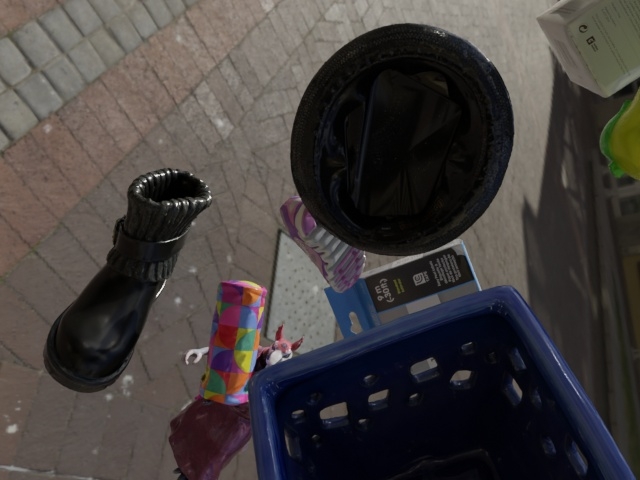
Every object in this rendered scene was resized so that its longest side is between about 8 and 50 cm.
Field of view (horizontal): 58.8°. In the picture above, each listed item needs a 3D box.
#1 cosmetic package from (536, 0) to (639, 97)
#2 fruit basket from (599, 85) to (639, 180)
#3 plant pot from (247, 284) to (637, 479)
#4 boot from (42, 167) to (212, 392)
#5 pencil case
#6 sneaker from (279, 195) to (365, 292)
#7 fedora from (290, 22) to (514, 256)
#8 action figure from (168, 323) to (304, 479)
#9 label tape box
[{"bbox_3d":[0.577,-0.421,0.941,0.155,0.365,0.197,52,20,-16],"label":"cosmetic package"},{"bbox_3d":[0.545,-0.196,0.677,0.283,0.392,0.392,-28,104,-33],"label":"fruit basket"},{"bbox_3d":[0.095,0.211,0.448,0.212,0.236,0.236,69,2,-48],"label":"plant pot"},{"bbox_3d":[-0.304,0.045,0.916,0.131,0.260,0.348,28,30,-14],"label":"boot"},{"bbox_3d":[-0.167,0.191,1.063,0.104,0.104,0.236,17,82,-55],"label":"pencil case"},{"bbox_3d":[0.000,0.000,1.038,0.095,0.104,0.236,-49,134,-19],"label":"sneaker"},{"bbox_3d":[0.116,-0.148,0.840,0.152,0.334,0.334,-68,137,-64],"label":"fedora"},{"bbox_3d":[-0.143,0.330,1.154,0.248,0.370,0.276,48,12,33],"label":"action figure"},{"bbox_3d":[0.204,0.173,1.313,0.115,0.348,0.249,-36,105,-80],"label":"label tape box"}]
